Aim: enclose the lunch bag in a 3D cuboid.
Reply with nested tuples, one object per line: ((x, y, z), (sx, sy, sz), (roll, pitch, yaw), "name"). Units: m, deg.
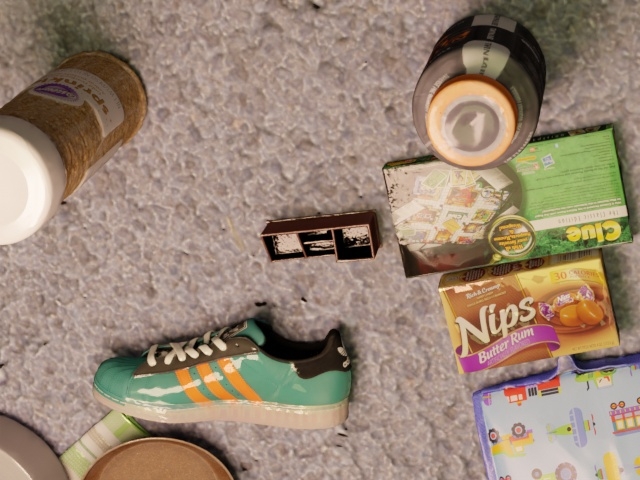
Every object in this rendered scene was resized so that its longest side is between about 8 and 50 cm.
((0.307, 0.267, 1.919), (0.221, 0.138, 0.293), (-13, 96, 16), "lunch bag")

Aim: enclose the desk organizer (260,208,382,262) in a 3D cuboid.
((0.000, 0.000, 1.913), (0.130, 0.050, 0.047), (-6, 107, 12), "desk organizer")

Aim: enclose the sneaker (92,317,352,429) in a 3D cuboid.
((-0.114, 0.143, 1.956), (0.302, 0.108, 0.121), (3, 108, 0), "sneaker")

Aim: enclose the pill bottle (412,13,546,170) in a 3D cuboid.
((0.164, -0.149, 1.731), (0.130, 0.245, 0.130), (3, 108, 9), "pill bottle")

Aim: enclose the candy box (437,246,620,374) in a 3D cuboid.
((0.235, 0.078, 1.898), (0.187, 0.053, 0.109), (-11, 106, 12), "candy box")

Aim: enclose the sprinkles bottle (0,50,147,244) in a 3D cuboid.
((-0.285, -0.105, 1.765), (0.121, 0.355, 0.121), (3, 109, 9), "sprinkles bottle")

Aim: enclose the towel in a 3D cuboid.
((-0.261, 0.287, 2.068), (0.113, 0.023, 0.152), (44, 109, -7), "towel")

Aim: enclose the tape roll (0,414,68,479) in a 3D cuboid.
((-0.418, 0.324, 2.068), (0.219, 0.072, 0.219), (6, 111, 15), "tape roll")

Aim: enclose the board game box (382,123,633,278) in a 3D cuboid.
((0.209, -0.042, 1.876), (0.260, 0.030, 0.136), (-9, 104, 13), "board game box")

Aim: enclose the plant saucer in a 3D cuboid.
((-0.197, 0.314, 2.041), (0.198, 0.036, 0.198), (-2, 116, -3), "plant saucer")
